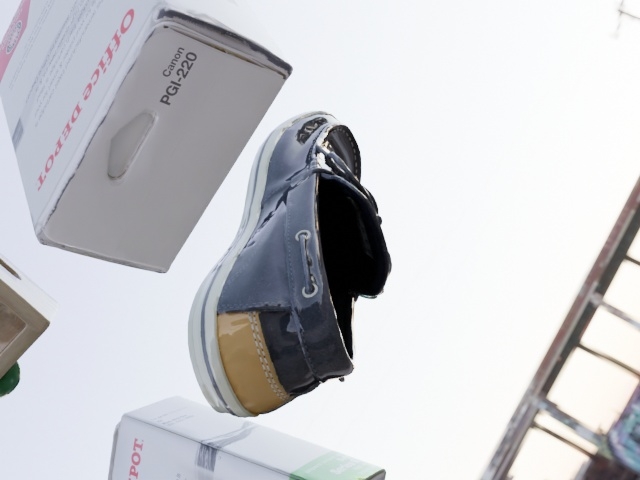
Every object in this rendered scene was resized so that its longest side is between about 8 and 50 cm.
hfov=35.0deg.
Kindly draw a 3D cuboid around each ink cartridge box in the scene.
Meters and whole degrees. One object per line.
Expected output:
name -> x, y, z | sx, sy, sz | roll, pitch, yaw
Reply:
ink cartridge box -> -0.094, 0.320, 1.147 | 0.121, 0.289, 0.211 | -10, -68, -63
ink cartridge box -> -0.122, -0.109, 0.634 | 0.092, 0.218, 0.158 | 19, -63, -34

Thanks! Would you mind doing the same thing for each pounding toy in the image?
pounding toy -> -0.246, 0.067, 0.666 | 0.130, 0.141, 0.100 | -47, 11, -2

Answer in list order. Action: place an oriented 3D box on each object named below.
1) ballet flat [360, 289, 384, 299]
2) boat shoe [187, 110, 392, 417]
ballet flat -> 0.061, 0.025, 1.240 | 0.168, 0.057, 0.052 | -100, 23, -75
boat shoe -> 0.000, 0.000, 1.100 | 0.500, 0.156, 0.187 | -71, -36, -58
